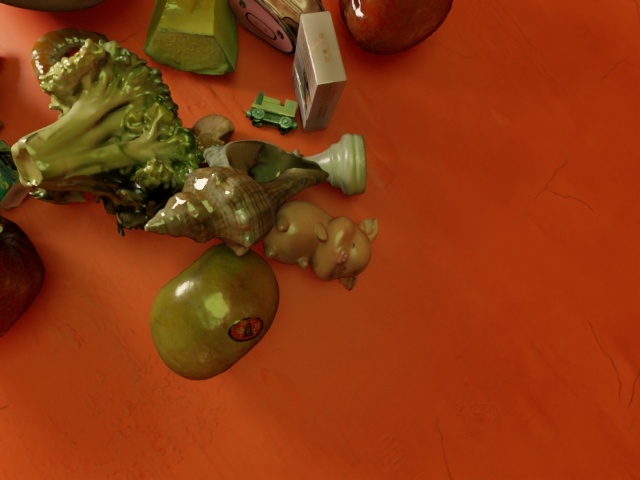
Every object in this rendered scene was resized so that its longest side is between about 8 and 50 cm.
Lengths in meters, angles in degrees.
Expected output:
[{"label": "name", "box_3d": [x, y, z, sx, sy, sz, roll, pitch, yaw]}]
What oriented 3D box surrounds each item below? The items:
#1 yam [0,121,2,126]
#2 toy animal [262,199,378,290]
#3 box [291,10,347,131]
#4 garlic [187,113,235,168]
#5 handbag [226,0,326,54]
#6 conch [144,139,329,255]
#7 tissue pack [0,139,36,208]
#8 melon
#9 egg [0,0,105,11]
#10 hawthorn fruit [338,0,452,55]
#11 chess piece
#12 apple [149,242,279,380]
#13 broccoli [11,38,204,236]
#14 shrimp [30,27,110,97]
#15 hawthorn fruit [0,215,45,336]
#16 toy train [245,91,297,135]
[{"label": "yam", "box_3d": [-0.728, -0.269, 0.892, 0.145, 0.032, 0.032, 29, 78, -6]}, {"label": "toy animal", "box_3d": [-0.005, 0.005, 0.932, 0.250, 0.154, 0.167, 21, 117, -18]}, {"label": "box", "box_3d": [-0.010, -0.349, 0.935, 0.066, 0.233, 0.150, -9, 83, -10]}, {"label": "garlic", "box_3d": [-0.261, -0.204, 0.947, 0.174, 0.099, 0.124, -40, 74, -16]}, {"label": "handbag", "box_3d": [-0.096, -0.517, 0.974, 0.205, 0.179, 0.116, 37, 85, -13]}, {"label": "conch", "box_3d": [-0.146, -0.085, 0.795, 0.386, 0.169, 0.203, -31, 97, -55]}, {"label": "tissue pack", "box_3d": [-0.633, -0.134, 0.872, 0.085, 0.079, 0.111, -40, 89, 22]}, {"label": "melon", "box_3d": [-0.273, -0.540, 0.971, 0.196, 0.124, 0.324, 6, 75, -15]}, {"label": "egg", "box_3d": [-0.574, -0.620, 0.813, 0.427, 0.345, 0.345, 24, 78, -23]}, {"label": "hawthorn fruit", "box_3d": [0.183, -0.583, 0.995, 0.299, 0.275, 0.275, -31, 89, -23]}, {"label": "chess piece", "box_3d": [-0.036, -0.163, 0.975, 0.271, 0.139, 0.139, -3, 83, 1]}, {"label": "apple", "box_3d": [-0.202, 0.131, 0.830, 0.261, 0.261, 0.194, -43, 99, -13]}, {"label": "broccoli", "box_3d": [-0.381, -0.163, 0.773, 0.293, 0.348, 0.281, 26, 37, 16]}, {"label": "shrimp", "box_3d": [-0.530, -0.383, 0.943, 0.166, 0.049, 0.161, -18, 85, -20]}, {"label": "hawthorn fruit", "box_3d": [-0.662, 0.089, 0.757, 0.300, 0.254, 0.254, -44, 92, -1]}, {"label": "toy train", "box_3d": [-0.109, -0.294, 1.004, 0.122, 0.050, 0.081, 14, 76, -8]}]
